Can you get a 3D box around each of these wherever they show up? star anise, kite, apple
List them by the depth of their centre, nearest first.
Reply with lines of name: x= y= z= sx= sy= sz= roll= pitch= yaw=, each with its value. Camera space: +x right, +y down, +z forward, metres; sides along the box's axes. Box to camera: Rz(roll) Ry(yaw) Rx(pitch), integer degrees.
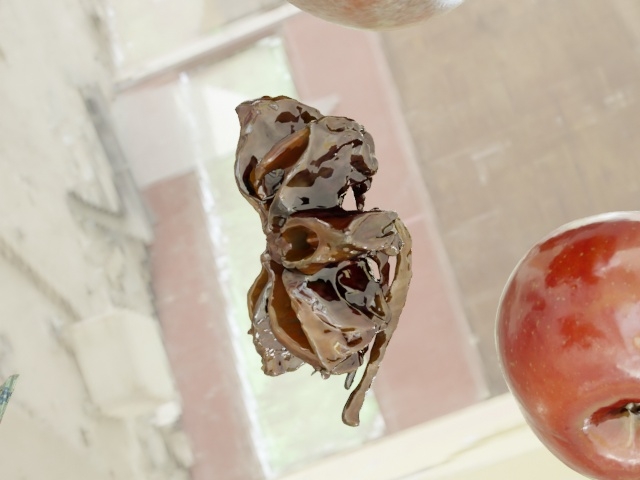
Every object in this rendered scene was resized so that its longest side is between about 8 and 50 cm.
star anise: x=0.000 y=0.000 z=1.099 sx=0.190 sy=0.126 sz=0.220 roll=34 pitch=-50 yaw=49
apple: x=0.295 y=0.100 z=1.358 sx=0.260 sy=0.260 sz=0.216 roll=63 pitch=28 yaw=-31
kite: x=-0.370 y=0.175 z=1.552 sx=0.005 sy=0.137 sz=0.152 roll=40 pitch=20 yaw=-45

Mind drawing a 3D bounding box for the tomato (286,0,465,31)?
tomato: x=0.056 y=-0.350 z=1.354 sx=0.282 sy=0.316 sz=0.316 roll=28 pitch=-20 yaw=40
